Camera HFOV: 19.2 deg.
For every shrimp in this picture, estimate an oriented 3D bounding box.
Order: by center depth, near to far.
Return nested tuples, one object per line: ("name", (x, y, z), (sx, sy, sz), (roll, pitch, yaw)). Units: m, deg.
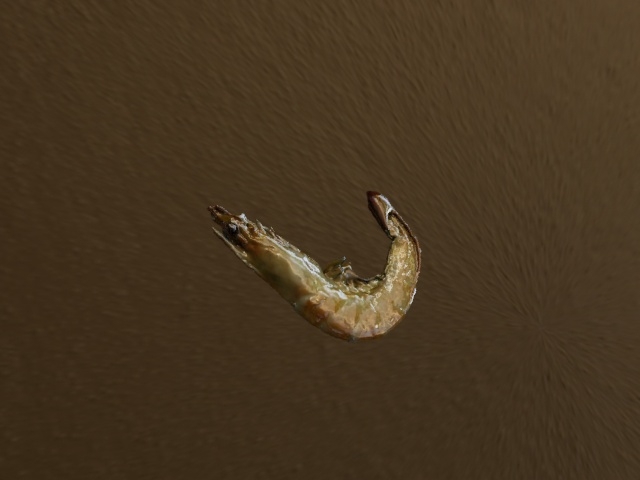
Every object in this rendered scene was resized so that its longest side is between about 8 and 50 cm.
("shrimp", (0.000, 0.000, 0.971), (0.114, 0.023, 0.083), (33, -115, 0))
